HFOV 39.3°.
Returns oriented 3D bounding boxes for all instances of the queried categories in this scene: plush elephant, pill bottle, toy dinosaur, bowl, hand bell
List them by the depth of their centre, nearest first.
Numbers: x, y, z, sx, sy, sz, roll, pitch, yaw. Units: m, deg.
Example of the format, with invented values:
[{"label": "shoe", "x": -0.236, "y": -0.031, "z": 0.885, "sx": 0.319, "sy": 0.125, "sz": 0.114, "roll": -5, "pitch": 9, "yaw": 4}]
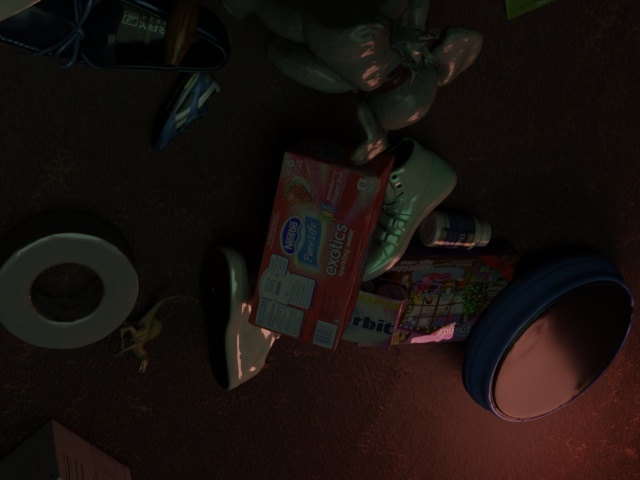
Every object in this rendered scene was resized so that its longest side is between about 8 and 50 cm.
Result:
[{"label": "hand bell", "x": -0.160, "y": -0.343, "z": 1.148, "sx": 0.126, "sy": 0.126, "sz": 0.242, "roll": 14, "pitch": 97, "yaw": -28}, {"label": "plush elephant", "x": 0.075, "y": -0.268, "z": 1.266, "sx": 0.272, "sy": 0.330, "sz": 0.255, "roll": -36, "pitch": 146, "yaw": -5}, {"label": "toy dinosaur", "x": -0.307, "y": 0.147, "z": 1.519, "sx": 0.092, "sy": 0.053, "sz": 0.183, "roll": -4, "pitch": 132, "yaw": -38}, {"label": "pill bottle", "x": 0.242, "y": -0.017, "z": 1.605, "sx": 0.120, "sy": 0.067, "sz": 0.067, "roll": 5, "pitch": 120, "yaw": -24}, {"label": "bowl", "x": 0.466, "y": 0.204, "z": 1.796, "sx": 0.391, "sy": 0.077, "sz": 0.391, "roll": -18, "pitch": 131, "yaw": -22}]

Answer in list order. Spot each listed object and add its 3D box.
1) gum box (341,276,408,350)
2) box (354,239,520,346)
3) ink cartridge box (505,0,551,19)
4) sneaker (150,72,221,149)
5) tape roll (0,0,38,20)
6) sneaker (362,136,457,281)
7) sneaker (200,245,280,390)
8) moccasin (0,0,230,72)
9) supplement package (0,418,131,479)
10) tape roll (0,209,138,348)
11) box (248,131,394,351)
[{"label": "gum box", "x": 0.055, "y": 0.115, "z": 1.572, "sx": 0.188, "sy": 0.062, "sz": 0.107, "roll": 14, "pitch": 120, "yaw": 4}, {"label": "box", "x": 0.211, "y": 0.098, "z": 1.676, "sx": 0.293, "sy": 0.057, "sz": 0.201, "roll": -1, "pitch": 123, "yaw": -21}, {"label": "ink cartridge box", "x": 0.360, "y": -0.464, "z": 1.337, "sx": 0.189, "sy": 0.097, "sz": 0.255, "roll": -25, "pitch": 127, "yaw": -5}, {"label": "sneaker", "x": -0.201, "y": -0.189, "z": 1.325, "sx": 0.059, "sy": 0.053, "sz": 0.144, "roll": 25, "pitch": 111, "yaw": -35}, {"label": "tape roll", "x": -0.413, "y": -0.306, "z": 0.955, "sx": 0.392, "sy": 0.392, "sz": 0.072, "roll": -23, "pitch": 128, "yaw": -6}, {"label": "sneaker", "x": 0.101, "y": -0.059, "z": 1.504, "sx": 0.256, "sy": 0.094, "sz": 0.151, "roll": -52, "pitch": 131, "yaw": 4}, {"label": "sneaker", "x": -0.132, "y": 0.119, "z": 1.542, "sx": 0.123, "sy": 0.106, "sz": 0.290, "roll": -21, "pitch": 132, "yaw": -29}, {"label": "moccasin", "x": -0.279, "y": -0.292, "z": 1.183, "sx": 0.342, "sy": 0.117, "sz": 0.138, "roll": -1, "pitch": 122, "yaw": -21}, {"label": "supplement package", "x": -0.470, "y": 0.466, "z": 1.593, "sx": 0.194, "sy": 0.149, "sz": 0.203, "roll": -38, "pitch": 127, "yaw": 6}, {"label": "tape roll", "x": -0.399, "y": 0.063, "z": 1.402, "sx": 0.219, "sy": 0.072, "sz": 0.219, "roll": -11, "pitch": 126, "yaw": -15}, {"label": "box", "x": 0.000, "y": 0.000, "z": 1.417, "sx": 0.154, "sy": 0.142, "sz": 0.300, "roll": 16, "pitch": 113, "yaw": 9}]
